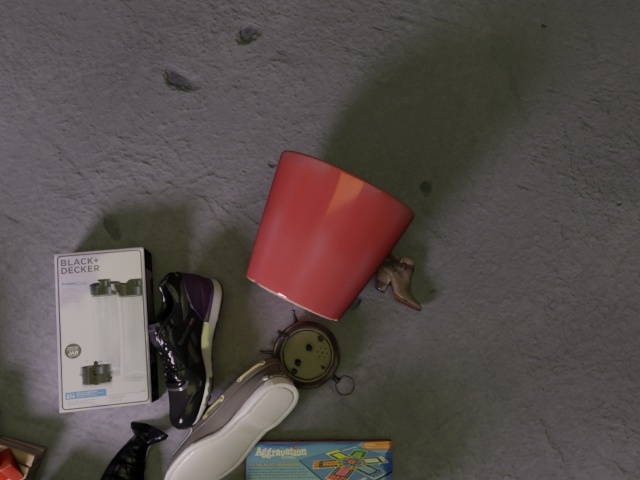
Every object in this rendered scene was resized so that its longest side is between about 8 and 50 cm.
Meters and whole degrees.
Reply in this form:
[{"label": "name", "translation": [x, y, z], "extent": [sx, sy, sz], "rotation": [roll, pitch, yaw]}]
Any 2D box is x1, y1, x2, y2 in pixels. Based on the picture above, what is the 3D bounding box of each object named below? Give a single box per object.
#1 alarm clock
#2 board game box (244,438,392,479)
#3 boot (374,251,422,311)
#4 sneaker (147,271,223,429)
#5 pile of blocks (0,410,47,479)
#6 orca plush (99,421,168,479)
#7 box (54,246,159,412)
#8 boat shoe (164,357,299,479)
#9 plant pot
[{"label": "alarm clock", "translation": [-0.012, 0.233, 1.213], "extent": [0.192, 0.064, 0.129], "rotation": [38, 79, -1]}, {"label": "board game box", "translation": [-0.003, 0.454, 1.191], "extent": [0.281, 0.027, 0.145], "rotation": [2, 82, -5]}, {"label": "boot", "translation": [0.168, 0.079, 1.265], "extent": [0.118, 0.042, 0.087], "rotation": [30, 77, 0]}, {"label": "sneaker", "translation": [-0.269, 0.198, 1.151], "extent": [0.124, 0.107, 0.283], "rotation": [18, 68, -39]}, {"label": "pile of blocks", "translation": [-0.658, 0.335, 1.109], "extent": [0.362, 0.112, 0.149], "rotation": [43, 79, 3]}, {"label": "orca plush", "translation": [-0.350, 0.478, 1.117], "extent": [0.151, 0.102, 0.287], "rotation": [28, 79, 0]}, {"label": "box", "translation": [-0.400, 0.164, 1.174], "extent": [0.169, 0.087, 0.290], "rotation": [-4, 80, -6]}, {"label": "boat shoe", "translation": [-0.170, 0.340, 1.154], "extent": [0.305, 0.091, 0.109], "rotation": [-43, 126, 7]}, {"label": "plant pot", "translation": [0.000, 0.000, 1.167], "extent": [0.275, 0.275, 0.243], "rotation": [26, 89, 0]}]
